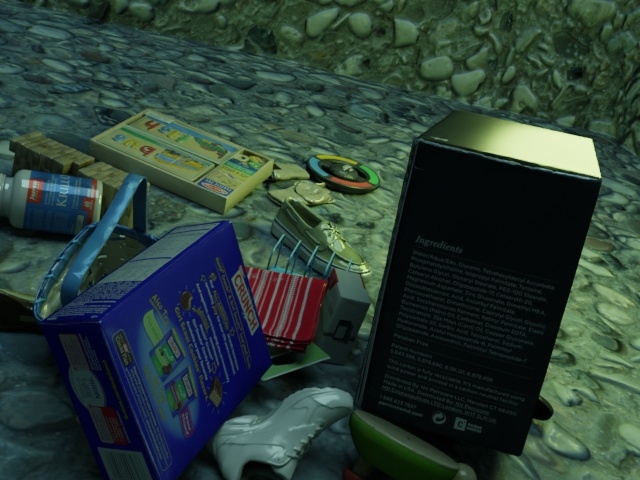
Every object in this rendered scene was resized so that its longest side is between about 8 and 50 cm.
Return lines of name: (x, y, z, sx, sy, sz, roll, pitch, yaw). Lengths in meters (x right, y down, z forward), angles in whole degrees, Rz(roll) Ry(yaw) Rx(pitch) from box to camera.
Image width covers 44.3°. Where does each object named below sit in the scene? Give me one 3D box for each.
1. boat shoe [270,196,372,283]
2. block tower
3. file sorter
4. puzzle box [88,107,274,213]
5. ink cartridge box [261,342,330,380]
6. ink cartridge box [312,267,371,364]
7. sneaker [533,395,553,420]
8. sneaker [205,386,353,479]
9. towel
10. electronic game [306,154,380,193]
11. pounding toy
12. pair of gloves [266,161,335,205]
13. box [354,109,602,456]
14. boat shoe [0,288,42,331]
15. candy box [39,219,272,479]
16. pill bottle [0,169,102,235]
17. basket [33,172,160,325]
boat shoe: (0.000, 0.000, 1.846, 0.302, 0.094, 0.109, 33, 30, 29)
block tower: (-0.546, -0.138, 1.789, 0.335, 0.097, 0.091, 26, 27, 13)
file sorter: (-0.028, 0.071, 1.677, 0.170, 0.104, 0.118, 19, 25, 5)
puzzle box: (-0.361, -0.218, 2.067, 0.409, 0.052, 0.272, 23, 34, 12)
ink cartridge box: (-0.122, 0.186, 1.444, 0.171, 0.056, 0.235, -11, 39, -44)
ink cartridge box: (0.034, 0.147, 1.511, 0.063, 0.150, 0.109, 14, 25, -16)
sneaker: (0.391, 0.290, 1.555, 0.170, 0.051, 0.089, 23, 27, 30)
sneaker: (-0.047, 0.305, 1.183, 0.232, 0.090, 0.115, -23, 53, -8)
towel: (-0.131, 0.110, 1.447, 0.275, 0.031, 0.199, 10, 35, 7)
electronic game: (0.068, -0.202, 2.347, 0.229, 0.048, 0.229, 14, 25, -7)
pounding toy: (0.122, 0.360, 1.227, 0.183, 0.110, 0.237, 25, -5, 40)
pair of gloves: (-0.083, -0.163, 2.185, 0.204, 0.042, 0.240, -2, 33, -36)
box: (0.293, 0.040, 1.425, 0.297, 0.471, 0.480, 13, 18, 13)
boat shoe: (-0.518, 0.115, 1.345, 0.190, 0.068, 0.072, 17, 11, -23)
candy box: (-0.217, 0.154, 1.146, 0.122, 0.268, 0.317, -2, 23, 29)
pill bottle: (-0.569, -0.079, 1.619, 0.222, 0.124, 0.124, 7, 27, -20)
basket: (-0.334, 0.069, 1.246, 0.201, 0.289, 0.254, 20, 47, 1)
